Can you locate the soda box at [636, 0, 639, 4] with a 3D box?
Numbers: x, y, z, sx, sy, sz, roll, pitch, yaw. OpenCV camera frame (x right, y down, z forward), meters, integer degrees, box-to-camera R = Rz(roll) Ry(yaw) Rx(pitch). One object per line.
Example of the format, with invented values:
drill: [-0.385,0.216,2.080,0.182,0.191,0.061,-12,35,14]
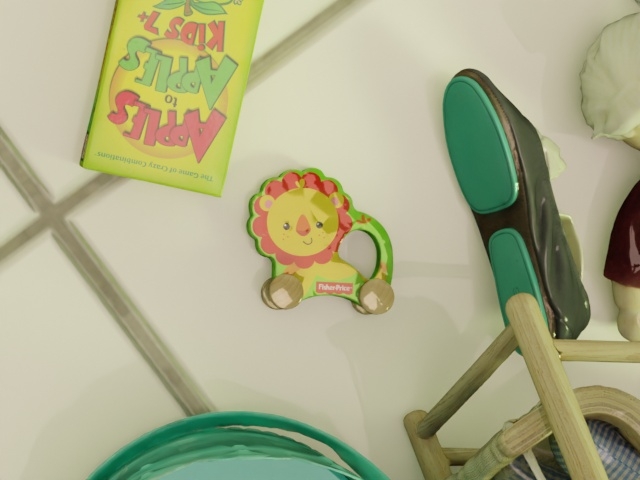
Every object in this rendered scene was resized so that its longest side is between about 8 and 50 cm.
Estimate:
soda box: [0.292,-0.150,1.193,0.216,0.074,0.069,38,87,-12]

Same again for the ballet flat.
ballet flat: [0.138,-0.021,1.183,0.074,0.074,0.203,-17,92,-9]

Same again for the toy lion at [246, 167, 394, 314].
toy lion: [0.000,0.000,1.173,0.100,0.034,0.096,4,87,-12]

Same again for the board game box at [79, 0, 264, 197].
board game box: [-0.091,-0.126,1.134,0.092,0.043,0.181,12,93,-12]

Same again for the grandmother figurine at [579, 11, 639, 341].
grandmother figurine: [0.286,-0.002,1.196,0.208,0.104,0.342,-34,98,6]

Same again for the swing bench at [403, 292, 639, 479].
swing bench: [0.165,0.193,1.066,0.165,0.253,0.254,2,67,-11]

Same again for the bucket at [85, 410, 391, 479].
bucket: [-0.052,0.246,1.099,0.281,0.183,0.281,-1,93,-9]
